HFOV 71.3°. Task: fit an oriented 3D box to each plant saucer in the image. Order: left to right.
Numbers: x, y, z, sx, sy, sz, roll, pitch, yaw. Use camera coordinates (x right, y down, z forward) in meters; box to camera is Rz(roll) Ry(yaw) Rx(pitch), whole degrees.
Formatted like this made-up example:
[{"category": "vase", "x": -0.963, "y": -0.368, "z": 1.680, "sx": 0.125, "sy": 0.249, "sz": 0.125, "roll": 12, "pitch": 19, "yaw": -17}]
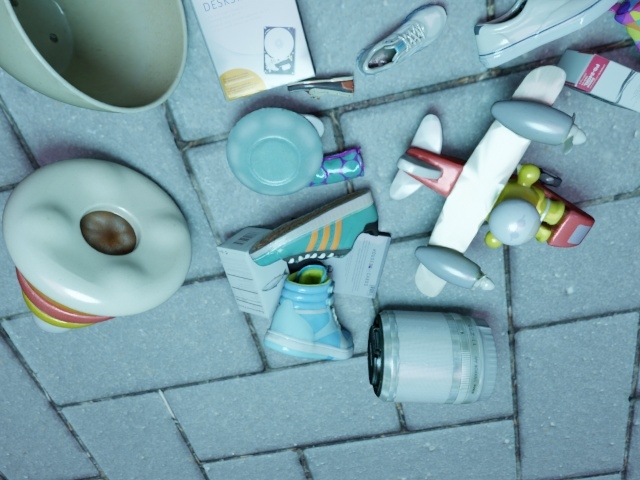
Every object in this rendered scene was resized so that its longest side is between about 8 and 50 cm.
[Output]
[{"category": "plant saucer", "x": -0.091, "y": -0.163, "z": 0.886, "sx": 0.195, "sy": 0.037, "sz": 0.194, "roll": -2, "pitch": 127, "yaw": -2}]

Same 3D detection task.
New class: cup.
[{"category": "cup", "x": -0.427, "y": -0.373, "z": 0.745, "sx": 0.237, "sy": 0.331, "sz": 0.330, "roll": 3, "pitch": 120, "yaw": 28}]

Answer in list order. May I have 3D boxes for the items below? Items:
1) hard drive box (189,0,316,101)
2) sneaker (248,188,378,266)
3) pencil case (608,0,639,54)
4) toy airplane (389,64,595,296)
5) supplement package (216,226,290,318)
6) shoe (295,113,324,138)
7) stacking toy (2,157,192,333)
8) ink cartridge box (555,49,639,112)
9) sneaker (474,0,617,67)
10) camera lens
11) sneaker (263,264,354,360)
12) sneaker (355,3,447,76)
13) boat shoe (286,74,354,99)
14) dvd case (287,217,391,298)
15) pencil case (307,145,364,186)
[{"category": "hard drive box", "x": -0.125, "y": -0.400, "z": 0.824, "sx": 0.181, "sy": 0.089, "sz": 0.232, "roll": -15, "pitch": 116, "yaw": 7}, {"category": "sneaker", "x": 0.000, "y": 0.000, "z": 0.959, "sx": 0.303, "sy": 0.108, "sz": 0.120, "roll": -26, "pitch": 105, "yaw": -15}, {"category": "pencil case", "x": 0.645, "y": -0.370, "z": 0.827, "sx": 0.236, "sy": 0.104, "sz": 0.104, "roll": 42, "pitch": 110, "yaw": -16}, {"category": "toy airplane", "x": 0.326, "y": -0.089, "z": 0.874, "sx": 0.385, "sy": 0.272, "sz": 0.385, "roll": -21, "pitch": 115, "yaw": 12}, {"category": "supplement package", "x": -0.146, "y": 0.073, "z": 1.036, "sx": 0.105, "sy": 0.105, "sz": 0.179, "roll": 8, "pitch": 124, "yaw": 37}, {"category": "shoe", "x": -0.082, "y": -0.229, "z": 0.914, "sx": 0.178, "sy": 0.081, "sz": 0.063, "roll": -10, "pitch": 120, "yaw": 3}, {"category": "stacking toy", "x": -0.546, "y": 0.077, "z": 1.000, "sx": 0.351, "sy": 0.350, "sz": 0.480, "roll": 40, "pitch": 128, "yaw": -18}, {"category": "ink cartridge box", "x": 0.540, "y": -0.304, "z": 0.851, "sx": 0.151, "sy": 0.109, "sz": 0.063, "roll": 18, "pitch": 115, "yaw": -8}, {"category": "sneaker", "x": 0.407, "y": -0.414, "z": 0.806, "sx": 0.258, "sy": 0.094, "sz": 0.091, "roll": -26, "pitch": 118, "yaw": 14}, {"category": "camera lens", "x": 0.259, "y": 0.285, "z": 1.095, "sx": 0.275, "sy": 0.219, "sz": 0.219, "roll": 2, "pitch": 117, "yaw": -1}, {"category": "sneaker", "x": 0.009, "y": 0.172, "z": 1.072, "sx": 0.127, "sy": 0.319, "sz": 0.208, "roll": 11, "pitch": 83, "yaw": 32}, {"category": "sneaker", "x": 0.156, "y": -0.369, "z": 0.840, "sx": 0.191, "sy": 0.083, "sz": 0.071, "roll": -33, "pitch": 110, "yaw": 15}, {"category": "boat shoe", "x": 0.001, "y": -0.304, "z": 0.895, "sx": 0.137, "sy": 0.049, "sz": 0.043, "roll": -5, "pitch": 119, "yaw": -2}, {"category": "dvd case", "x": 0.034, "y": 0.047, "z": 1.083, "sx": 0.239, "sy": 0.029, "sz": 0.179, "roll": 9, "pitch": 117, "yaw": -5}, {"category": "pencil case", "x": 0.017, "y": -0.157, "z": 0.959, "sx": 0.152, "sy": 0.064, "sz": 0.070, "roll": -10, "pitch": 130, "yaw": 5}]
